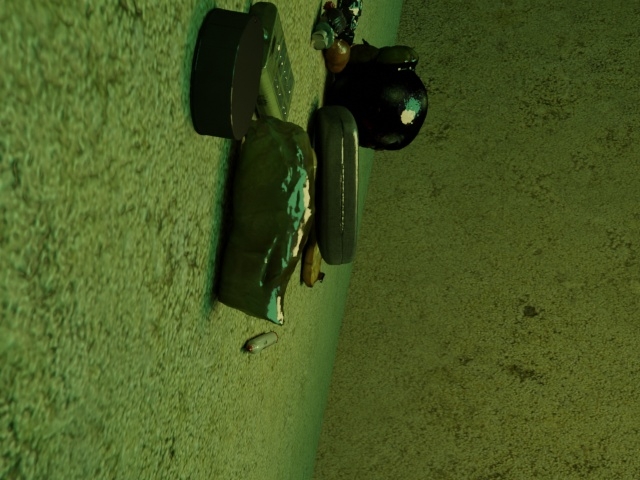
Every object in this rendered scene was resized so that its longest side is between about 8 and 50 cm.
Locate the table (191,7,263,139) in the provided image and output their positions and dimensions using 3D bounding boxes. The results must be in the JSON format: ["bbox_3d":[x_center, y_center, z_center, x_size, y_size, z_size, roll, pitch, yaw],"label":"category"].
[{"bbox_3d":[-0.096,-0.174,0.910,0.133,0.043,0.134,10,90,-84],"label":"table"}]

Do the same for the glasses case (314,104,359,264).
[{"bbox_3d":[0.031,-0.110,1.771,0.131,0.074,0.323,-112,-161,-61],"label":"glasses case"}]

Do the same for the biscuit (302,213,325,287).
[{"bbox_3d":[-0.005,0.000,2.007,0.260,0.041,0.203,-62,158,-72],"label":"biscuit"}]

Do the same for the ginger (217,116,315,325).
[{"bbox_3d":[-0.064,-0.026,1.116,0.116,0.109,0.263,-46,146,-83],"label":"ginger"}]

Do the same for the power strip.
[{"bbox_3d":[-0.068,-0.225,1.122,0.268,0.034,0.092,74,27,-76],"label":"power strip"}]

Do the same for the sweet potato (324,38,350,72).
[{"bbox_3d":[0.034,-0.373,1.755,0.195,0.056,0.057,96,4,-83],"label":"sweet potato"}]

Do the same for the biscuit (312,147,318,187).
[{"bbox_3d":[-0.033,-0.074,1.669,0.220,0.033,0.220,9,90,-84],"label":"biscuit"}]

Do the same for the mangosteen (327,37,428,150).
[{"bbox_3d":[0.124,-0.313,1.877,0.243,0.242,0.243,9,90,-84],"label":"mangosteen"}]

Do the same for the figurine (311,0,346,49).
[{"bbox_3d":[0.012,-0.389,1.567,0.060,0.047,0.106,55,39,-26],"label":"figurine"}]

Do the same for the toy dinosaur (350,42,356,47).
[{"bbox_3d":[0.103,-0.433,2.272,0.279,0.055,0.102,50,41,-80],"label":"toy dinosaur"}]

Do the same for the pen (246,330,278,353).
[{"bbox_3d":[-0.100,0.174,1.464,0.218,0.026,0.026,16,83,-83],"label":"pen"}]

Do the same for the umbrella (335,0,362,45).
[{"bbox_3d":[0.070,-0.519,1.804,0.071,0.080,0.224,50,-42,48],"label":"umbrella"}]
